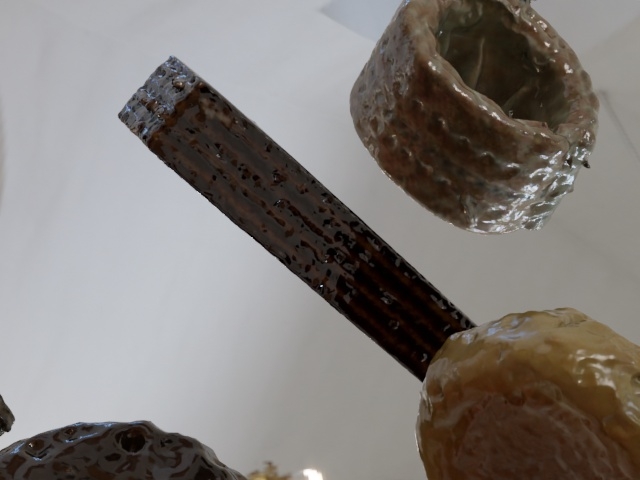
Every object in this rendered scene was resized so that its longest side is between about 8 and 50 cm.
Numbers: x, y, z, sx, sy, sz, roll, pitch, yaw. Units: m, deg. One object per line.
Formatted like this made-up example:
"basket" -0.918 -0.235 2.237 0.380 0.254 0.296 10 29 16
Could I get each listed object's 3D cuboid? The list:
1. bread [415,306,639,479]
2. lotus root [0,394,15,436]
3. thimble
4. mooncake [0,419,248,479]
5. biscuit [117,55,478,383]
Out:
"bread" 0.192 0.155 1.133 0.244 0.134 0.244 18 -56 29
"lotus root" -0.380 0.195 1.475 0.144 0.143 0.070 -36 -76 -10
"thimble" 0.145 -0.129 1.392 0.229 0.196 0.148 65 -34 32
"mooncake" -0.195 0.311 1.310 0.324 0.324 0.187 32 -41 23
"biscuit" 0.000 0.000 1.217 0.073 0.388 0.107 -48 -153 0
